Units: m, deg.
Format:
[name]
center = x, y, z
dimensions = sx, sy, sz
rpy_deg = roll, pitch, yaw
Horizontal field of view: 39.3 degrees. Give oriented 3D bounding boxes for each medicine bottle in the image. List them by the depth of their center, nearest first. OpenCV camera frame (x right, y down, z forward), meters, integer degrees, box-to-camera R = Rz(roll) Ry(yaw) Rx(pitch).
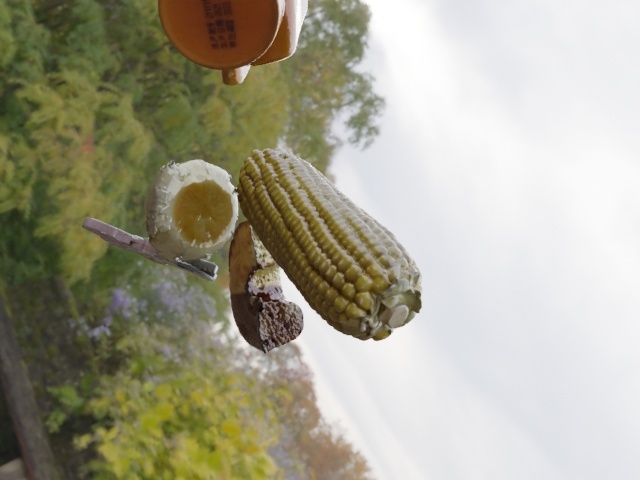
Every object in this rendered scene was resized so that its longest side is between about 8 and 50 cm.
[medicine bottle]
center = -0.075, -0.243, 0.819
dimensions = 0.222, 0.112, 0.149
rpy_deg = -82, 170, -59

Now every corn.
[corn]
center = 0.000, 0.000, 1.180
dimensions = 0.387, 0.144, 0.144
rpy_deg = 43, -24, 50

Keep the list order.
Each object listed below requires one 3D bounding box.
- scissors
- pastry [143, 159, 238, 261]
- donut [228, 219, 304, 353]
[scissors]
center = -0.266, 0.017, 1.434
dimensions = 0.242, 0.031, 0.118
rpy_deg = 18, -11, 22
[pastry]
center = -0.197, -0.045, 1.355
dimensions = 0.088, 0.166, 0.166
rpy_deg = 0, -63, 52
[donut]
center = -0.093, 0.072, 1.506
dimensions = 0.141, 0.085, 0.217
rpy_deg = -5, -89, 64
